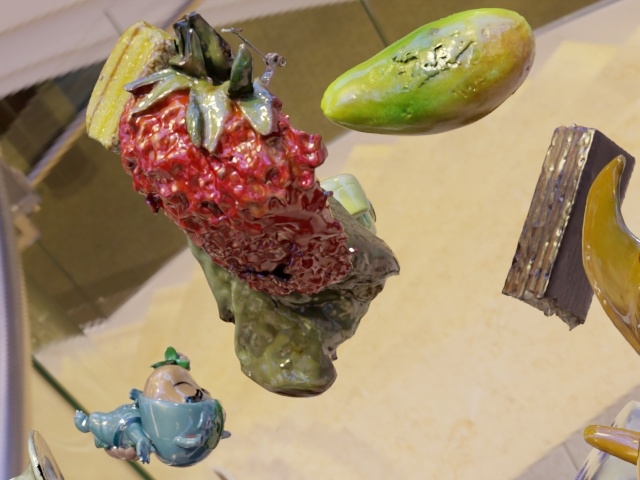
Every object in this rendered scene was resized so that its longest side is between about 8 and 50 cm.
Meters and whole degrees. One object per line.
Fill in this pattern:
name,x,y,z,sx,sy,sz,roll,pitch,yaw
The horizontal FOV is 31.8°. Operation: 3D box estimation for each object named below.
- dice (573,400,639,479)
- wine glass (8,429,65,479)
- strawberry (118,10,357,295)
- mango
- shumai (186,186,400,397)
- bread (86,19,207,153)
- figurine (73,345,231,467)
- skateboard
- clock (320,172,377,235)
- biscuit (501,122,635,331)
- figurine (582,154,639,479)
dice,0.525,0.405,1.724,0.251,0.259,0.243,31,97,12
wine glass,-0.409,0.308,1.256,0.241,0.126,0.126,-22,35,-7
strawberry,-0.069,-0.034,0.851,0.106,0.286,0.188,-41,46,-14
mango,0.113,-0.167,1.173,0.232,0.111,0.125,-19,10,10
shumai,-0.069,0.027,1.124,0.204,0.272,0.222,-51,6,8
bread,-0.210,-0.193,1.615,0.110,0.234,0.184,32,96,38
figurine,-0.195,0.192,1.300,0.178,0.114,0.145,-10,70,21
skateboard,-0.082,-0.199,1.255,0.032,0.083,0.064,13,72,43
clock,0.000,0.000,1.449,0.170,0.232,0.069,-31,72,6
biscuit,0.320,-0.015,1.441,0.070,0.106,0.252,9,77,50
figurine,0.366,0.128,0.890,0.268,0.387,0.401,-27,57,-32
